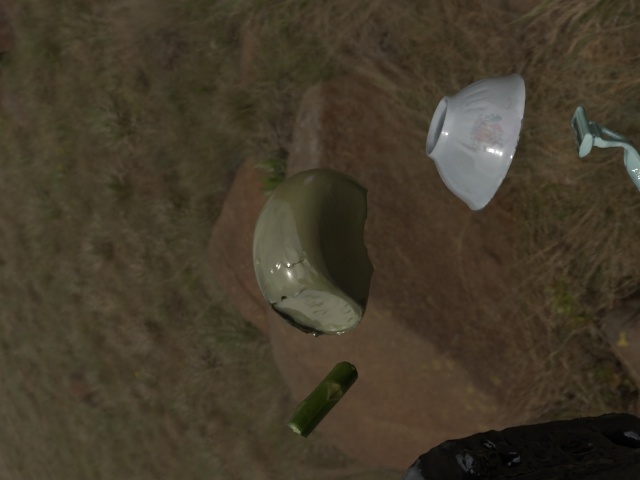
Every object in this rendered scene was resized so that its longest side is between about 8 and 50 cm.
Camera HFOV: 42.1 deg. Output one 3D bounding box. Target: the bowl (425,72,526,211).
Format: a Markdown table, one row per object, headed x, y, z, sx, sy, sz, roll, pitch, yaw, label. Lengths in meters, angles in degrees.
| x | y | z | sx | sy | sz | roll | pitch | yaw | label |
| --- | --- | --- | --- | --- | --- | --- | --- | --- | --- |
| 0.190 | -0.139 | 1.089 | 0.189 | 0.086 | 0.188 | -164 | 90 | -84 | bowl |

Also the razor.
| x | y | z | sx | sy | sz | roll | pitch | yaw | label |
| --- | --- | --- | --- | --- | --- | --- | --- | --- | --- |
| 0.444 | -0.066 | 1.128 | 0.278 | 0.111 | 0.056 | 44 | 117 | -13 | razor |

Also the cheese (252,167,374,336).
| x | y | z | sx | sy | sz | roll | pitch | yaw | label |
| --- | --- | --- | --- | --- | --- | --- | --- | --- | --- |
| 0.000 | 0.000 | 1.000 | 0.091 | 0.202 | 0.175 | -14 | 140 | 38 | cheese |

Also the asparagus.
| x | y | z | sx | sy | sz | roll | pitch | yaw | label |
| --- | --- | --- | --- | --- | --- | --- | --- | --- | --- |
| 0.001 | 0.234 | 1.208 | 0.045 | 0.178 | 0.041 | -1 | 111 | 30 | asparagus |

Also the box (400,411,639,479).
| x | y | z | sx | sy | sz | roll | pitch | yaw | label |
| --- | --- | --- | --- | --- | --- | --- | --- | --- | --- |
| 0.193 | 0.348 | 0.891 | 0.091 | 0.359 | 0.350 | 48 | 129 | 48 | box |
